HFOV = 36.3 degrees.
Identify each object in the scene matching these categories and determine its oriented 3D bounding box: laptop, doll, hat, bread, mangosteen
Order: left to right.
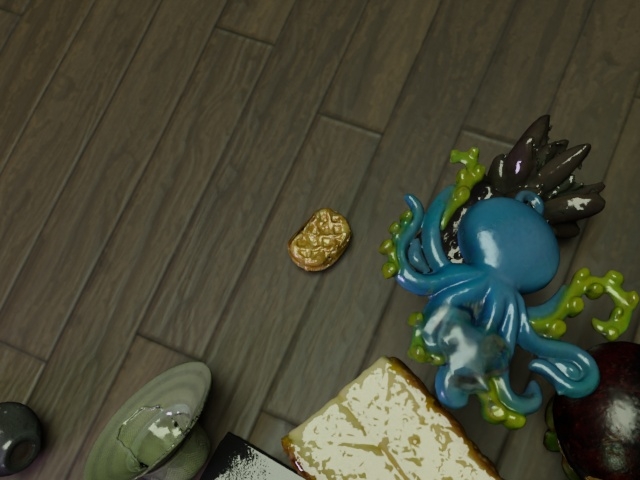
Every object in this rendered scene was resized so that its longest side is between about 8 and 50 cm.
[{"bbox_3d":[-0.226,0.309,1.470,0.252,0.252,0.110,-43,113,-6],"label":"hat"},{"bbox_3d":[-0.093,0.394,1.479,0.197,0.016,0.135,28,80,18],"label":"laptop"},{"bbox_3d":[0.000,0.000,1.578,0.083,0.044,0.110,38,79,17],"label":"bread"},{"bbox_3d":[0.120,0.331,1.331,0.207,0.279,0.279,-40,67,-3],"label":"bread"},{"bbox_3d":[0.235,0.073,1.307,0.346,0.099,0.341,31,69,0],"label":"doll"},{"bbox_3d":[0.409,0.244,1.355,0.216,0.216,0.216,-3,71,8],"label":"mangosteen"}]

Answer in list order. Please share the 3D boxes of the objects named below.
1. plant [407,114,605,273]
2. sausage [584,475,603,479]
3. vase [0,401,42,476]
[{"bbox_3d":[0.288,-0.030,1.480,0.321,0.194,0.181,-40,83,-1],"label":"plant"},{"bbox_3d":[0.304,0.422,1.305,0.109,0.109,0.270,43,122,19],"label":"sausage"},{"bbox_3d":[-0.524,0.292,1.537,0.183,0.120,0.120,27,78,31],"label":"vase"}]
